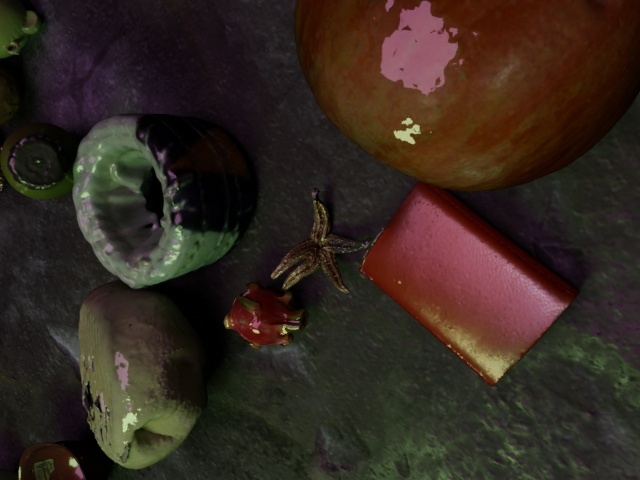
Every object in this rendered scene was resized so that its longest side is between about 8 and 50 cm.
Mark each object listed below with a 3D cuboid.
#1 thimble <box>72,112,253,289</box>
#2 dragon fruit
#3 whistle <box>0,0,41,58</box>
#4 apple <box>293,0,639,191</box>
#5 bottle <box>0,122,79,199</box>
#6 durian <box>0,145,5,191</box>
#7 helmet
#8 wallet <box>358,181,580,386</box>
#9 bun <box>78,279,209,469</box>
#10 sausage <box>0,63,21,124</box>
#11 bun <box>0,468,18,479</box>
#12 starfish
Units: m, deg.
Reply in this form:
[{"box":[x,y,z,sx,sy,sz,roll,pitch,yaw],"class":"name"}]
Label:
[{"box":[-0.215,-0.052,0.799,0.237,0.150,0.237,7,103,31],"class":"thimble"},{"box":[-0.067,0.101,0.774,0.116,0.081,0.086,17,96,29],"class":"dragon fruit"},{"box":[-0.583,-0.407,0.985,0.131,0.106,0.288,-39,79,-11],"class":"whistle"},{"box":[0.131,-0.194,0.484,0.302,0.301,0.301,6,101,31],"class":"apple"},{"box":[-0.402,-0.115,0.857,0.260,0.112,0.112,-159,67,-66],"class":"bottle"},{"box":[-0.646,-0.154,1.083,0.188,0.091,0.148,-2,97,30],"class":"durian"},{"box":[-0.430,0.410,1.032,0.175,0.106,0.155,-33,79,28],"class":"helmet"},{"box":[0.153,0.043,0.647,0.204,0.045,0.142,41,115,19],"class":"wallet"},{"box":[-0.259,0.185,0.856,0.273,0.168,0.272,15,108,53],"class":"bun"},{"box":[-0.736,-0.308,1.099,0.501,0.123,0.136,16,135,29],"class":"sausage"},{"box":[-0.626,0.530,1.166,0.173,0.120,0.172,12,111,32],"class":"bun"},{"box":[0.004,0.000,0.738,0.133,0.041,0.130,-2,88,18],"class":"starfish"}]
